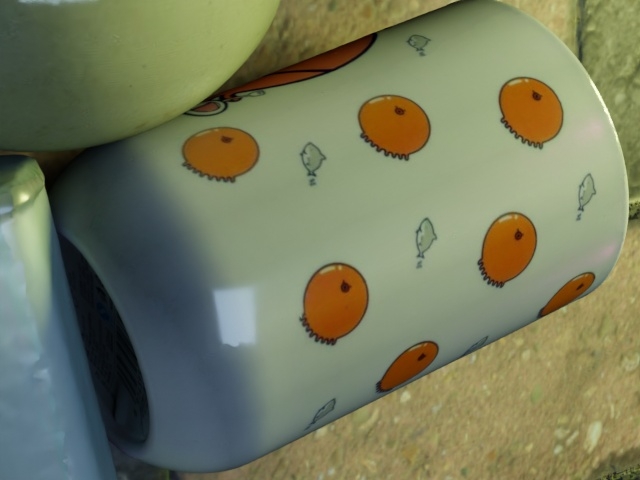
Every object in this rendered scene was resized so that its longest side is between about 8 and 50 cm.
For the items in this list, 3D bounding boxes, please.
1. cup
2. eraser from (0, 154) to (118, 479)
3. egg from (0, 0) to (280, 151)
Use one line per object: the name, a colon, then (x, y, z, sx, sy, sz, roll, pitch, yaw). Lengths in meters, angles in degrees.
cup: (0.000, 0.000, 0.807, 0.317, 0.212, 0.212, -25, 115, -28)
eraser: (-0.211, 0.111, 0.721, 0.189, 0.104, 0.290, -10, 111, -2)
egg: (-0.132, -0.141, 0.687, 0.253, 0.188, 0.189, -10, 108, -33)
